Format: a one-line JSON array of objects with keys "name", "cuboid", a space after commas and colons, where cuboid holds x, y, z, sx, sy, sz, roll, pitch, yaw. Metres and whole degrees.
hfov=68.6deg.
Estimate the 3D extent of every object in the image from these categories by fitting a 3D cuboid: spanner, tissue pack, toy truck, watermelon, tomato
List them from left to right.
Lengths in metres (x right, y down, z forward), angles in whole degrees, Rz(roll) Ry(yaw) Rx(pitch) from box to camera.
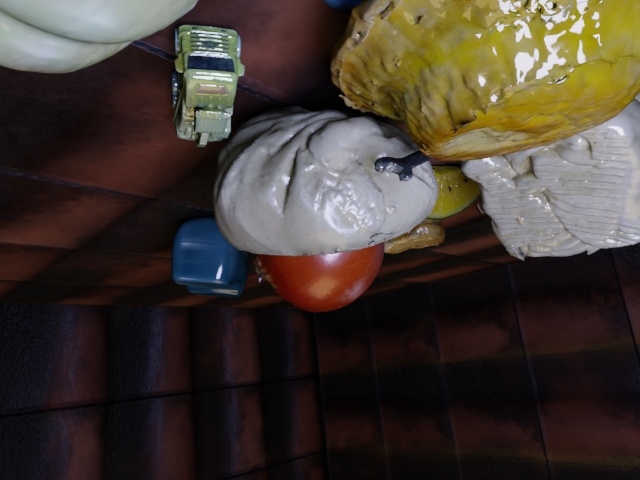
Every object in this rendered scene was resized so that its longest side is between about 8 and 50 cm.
[{"name": "toy truck", "cuboid": [-0.161, -0.194, 0.649, 0.085, 0.116, 0.191, -2, 165, -20]}, {"name": "tissue pack", "cuboid": [-0.305, 0.044, 1.335, 0.198, 0.206, 0.287, 3, 163, 1]}, {"name": "tomato", "cuboid": [0.000, 0.000, 1.078, 0.321, 0.321, 0.321, -6, 165, -2]}, {"name": "spanner", "cuboid": [0.152, -0.123, 0.667, 0.254, 0.054, 0.015, -29, 147, -49]}, {"name": "watermelon", "cuboid": [0.272, -0.129, 1.123, 0.301, 0.123, 0.129, -1, 143, -27]}]

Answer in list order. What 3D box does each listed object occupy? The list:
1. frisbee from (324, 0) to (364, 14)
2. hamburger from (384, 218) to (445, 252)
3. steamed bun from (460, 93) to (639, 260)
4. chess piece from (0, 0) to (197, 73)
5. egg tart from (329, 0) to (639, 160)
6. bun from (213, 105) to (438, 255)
[{"name": "frisbee", "cuboid": [0.117, -0.309, 0.439, 0.289, 0.049, 0.289, -12, 175, -1]}, {"name": "hamburger", "cuboid": [0.280, -0.025, 1.464, 0.213, 0.108, 0.214, -5, 166, -1]}, {"name": "steamed bun", "cuboid": [0.446, -0.146, 0.860, 0.346, 0.237, 0.394, 30, 153, 11]}, {"name": "chess piece", "cuboid": [-0.033, -0.246, 0.203, 0.442, 0.234, 0.234, -8, 166, 30]}, {"name": "egg tart", "cuboid": [0.230, -0.208, 0.548, 0.443, 0.178, 0.443, -11, 176, -1]}, {"name": "bun", "cuboid": [-0.002, -0.111, 0.760, 0.359, 0.211, 0.360, -5, -163, 1]}]
